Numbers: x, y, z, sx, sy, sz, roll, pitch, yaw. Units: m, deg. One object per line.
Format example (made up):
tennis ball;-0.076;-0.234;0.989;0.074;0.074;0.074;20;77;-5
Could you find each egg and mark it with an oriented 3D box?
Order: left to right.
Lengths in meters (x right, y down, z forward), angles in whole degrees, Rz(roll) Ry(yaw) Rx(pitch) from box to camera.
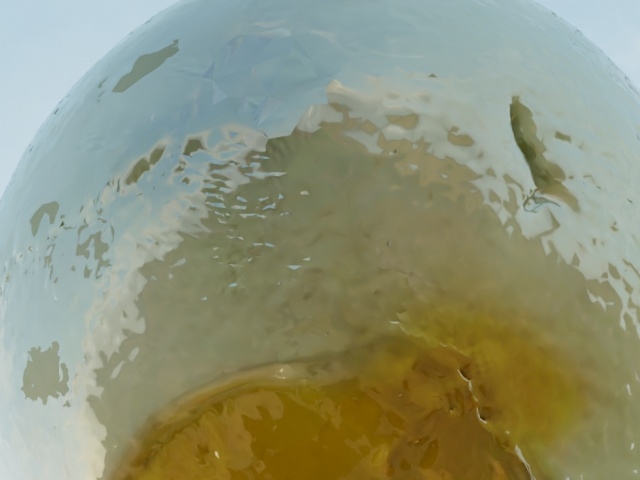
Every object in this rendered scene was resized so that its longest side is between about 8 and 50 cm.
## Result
egg;0.000;0.000;0.642;0.337;0.337;0.201;-18;-40;-2
